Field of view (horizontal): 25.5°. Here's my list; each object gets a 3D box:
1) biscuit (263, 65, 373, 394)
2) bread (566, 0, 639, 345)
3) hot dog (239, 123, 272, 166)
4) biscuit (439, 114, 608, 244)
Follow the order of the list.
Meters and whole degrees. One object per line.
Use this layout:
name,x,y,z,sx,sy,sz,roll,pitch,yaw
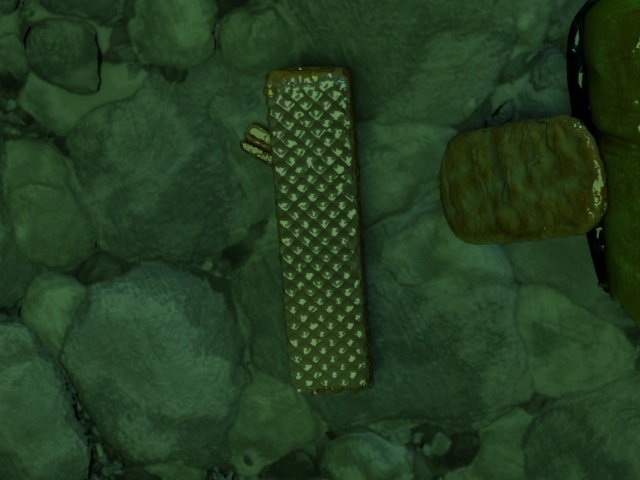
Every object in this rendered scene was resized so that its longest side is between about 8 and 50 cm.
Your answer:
biscuit,0.000,0.000,1.494,0.094,0.054,0.378,-1,112,7
bread,0.364,-0.083,1.325,0.251,0.208,0.376,-5,104,10
hot dog,-0.045,-0.096,1.507,0.083,0.021,0.037,30,102,3
biscuit,0.190,-0.056,1.378,0.247,0.029,0.118,-6,96,59
